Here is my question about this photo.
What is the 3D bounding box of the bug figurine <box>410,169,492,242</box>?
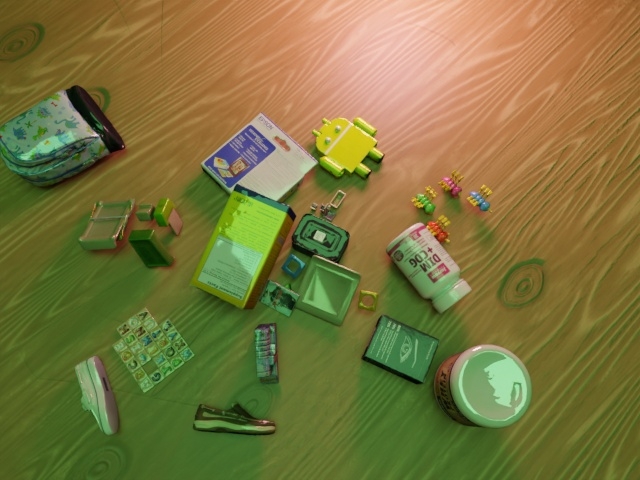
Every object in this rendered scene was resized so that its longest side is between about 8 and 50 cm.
[{"bbox_3d":[0.462,-0.123,1.936,0.279,0.072,0.216,-34,70,-6],"label":"bug figurine"}]

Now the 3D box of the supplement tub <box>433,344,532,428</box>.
[{"bbox_3d":[0.470,0.442,1.627,0.229,0.316,0.228,0,72,-1],"label":"supplement tub"}]

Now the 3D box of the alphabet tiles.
[{"bbox_3d":[-0.565,0.349,1.798,0.198,0.009,0.237,-37,77,-11],"label":"alphabet tiles"}]

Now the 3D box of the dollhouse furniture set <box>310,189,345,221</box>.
[{"bbox_3d":[0.032,-0.147,1.929,0.091,0.081,0.114,32,74,9],"label":"dollhouse furniture set"}]

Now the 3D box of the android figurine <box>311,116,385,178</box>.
[{"bbox_3d":[0.096,-0.351,2.011,0.273,0.056,0.248,39,76,9],"label":"android figurine"}]

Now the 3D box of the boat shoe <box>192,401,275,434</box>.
[{"bbox_3d":[-0.267,0.553,1.696,0.258,0.095,0.095,4,66,1],"label":"boat shoe"}]

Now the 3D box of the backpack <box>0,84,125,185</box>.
[{"bbox_3d":[-0.935,-0.354,1.909,0.356,0.273,0.290,-36,83,1],"label":"backpack"}]

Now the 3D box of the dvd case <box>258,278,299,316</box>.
[{"bbox_3d":[-0.140,0.194,1.832,0.120,0.013,0.087,28,105,8],"label":"dvd case"}]

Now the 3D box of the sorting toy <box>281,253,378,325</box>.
[{"bbox_3d":[0.025,0.169,1.835,0.348,0.047,0.195,22,94,7],"label":"sorting toy"}]

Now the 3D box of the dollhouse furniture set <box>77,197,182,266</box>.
[{"bbox_3d":[-0.654,-0.027,1.888,0.302,0.151,0.197,-2,50,16],"label":"dollhouse furniture set"}]

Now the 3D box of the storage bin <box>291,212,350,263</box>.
[{"bbox_3d":[0.000,0.000,1.881,0.180,0.084,0.122,26,74,6],"label":"storage bin"}]

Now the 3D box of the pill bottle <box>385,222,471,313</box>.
[{"bbox_3d":[0.364,0.094,1.817,0.160,0.160,0.283,-35,77,-11],"label":"pill bottle"}]

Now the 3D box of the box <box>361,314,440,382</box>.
[{"bbox_3d":[0.259,0.356,1.760,0.207,0.108,0.153,25,73,6],"label":"box"}]

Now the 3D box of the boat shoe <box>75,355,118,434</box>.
[{"bbox_3d":[-0.710,0.499,1.713,0.084,0.095,0.258,-24,64,-4],"label":"boat shoe"}]

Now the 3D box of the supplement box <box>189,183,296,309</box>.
[{"bbox_3d":[-0.246,0.026,1.776,0.194,0.195,0.356,24,85,6],"label":"supplement box"}]

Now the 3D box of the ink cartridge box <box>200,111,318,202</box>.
[{"bbox_3d":[-0.220,-0.267,1.973,0.307,0.072,0.304,-43,77,-14],"label":"ink cartridge box"}]

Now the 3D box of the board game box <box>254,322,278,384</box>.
[{"bbox_3d":[-0.169,0.369,1.727,0.060,0.194,0.193,-5,87,-2],"label":"board game box"}]
